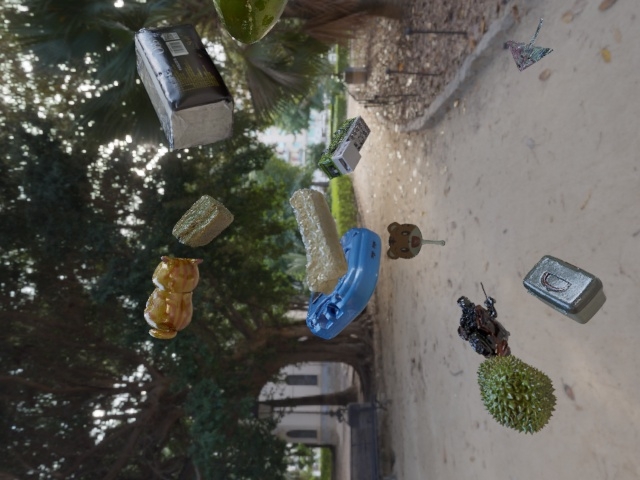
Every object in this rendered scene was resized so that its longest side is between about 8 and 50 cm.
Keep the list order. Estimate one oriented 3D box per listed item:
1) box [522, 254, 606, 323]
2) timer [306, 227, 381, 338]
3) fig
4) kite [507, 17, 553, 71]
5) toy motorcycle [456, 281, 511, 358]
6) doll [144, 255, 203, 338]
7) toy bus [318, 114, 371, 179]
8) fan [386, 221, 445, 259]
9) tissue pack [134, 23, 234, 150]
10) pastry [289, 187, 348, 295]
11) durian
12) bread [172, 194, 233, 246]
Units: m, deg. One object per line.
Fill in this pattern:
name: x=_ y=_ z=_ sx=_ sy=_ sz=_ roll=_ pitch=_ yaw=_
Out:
box: x=0.759 y=0.152 z=1.415 sx=0.129 sy=0.148 sz=0.210 roll=41 pitch=180 yaw=-34
timer: x=0.068 y=0.131 z=1.441 sx=0.340 sy=0.115 sz=0.309 roll=-53 pitch=18 yaw=43
fig: x=-0.223 y=-0.780 z=1.413 sx=0.326 sy=0.258 sz=0.258 roll=111 pitch=163 yaw=-53
kite: x=0.629 y=-0.584 z=1.362 sx=0.011 sy=0.139 sz=0.156 roll=-15 pitch=-51 yaw=-57
toy motorcycle: x=0.569 y=0.286 z=1.596 sx=0.134 sy=0.207 sz=0.401 roll=-47 pitch=17 yaw=23
doll: x=-0.507 y=0.185 z=1.560 sx=0.162 sy=0.167 sz=0.269 roll=8 pitch=92 yaw=46
toy bus: x=0.111 y=-0.392 z=1.882 sx=0.113 sy=0.139 sz=0.301 roll=50 pitch=-128 yaw=-30
fan: x=0.369 y=0.003 z=1.756 sx=0.008 sy=0.227 sz=0.152 roll=-86 pitch=-3 yaw=-77
tissue pack: x=-0.430 y=-0.489 z=1.416 sx=0.369 sy=0.210 sz=0.198 roll=62 pitch=159 yaw=22
pastry: x=-0.004 y=-0.002 z=1.065 sx=0.122 sy=0.089 sz=0.258 roll=4 pitch=-114 yaw=-54
durian: x=0.584 y=0.460 z=1.350 sx=0.200 sy=0.237 sz=0.176 roll=-48 pitch=5 yaw=33
bread: x=-0.417 y=-0.057 z=1.609 sx=0.102 sy=0.196 sz=0.138 roll=48 pitch=180 yaw=14
